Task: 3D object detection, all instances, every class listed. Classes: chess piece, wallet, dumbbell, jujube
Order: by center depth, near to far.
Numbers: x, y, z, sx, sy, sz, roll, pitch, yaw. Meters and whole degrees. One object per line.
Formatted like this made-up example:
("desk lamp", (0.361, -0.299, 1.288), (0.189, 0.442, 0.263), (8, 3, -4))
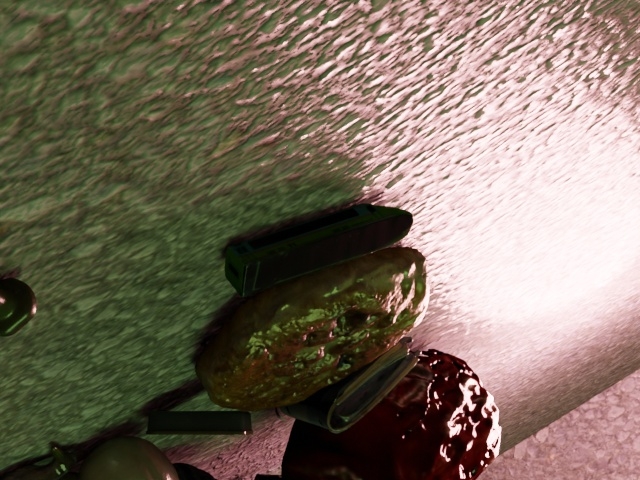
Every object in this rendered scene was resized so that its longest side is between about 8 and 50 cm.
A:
("dumbbell", (-0.275, 0.045, 1.039), (0.052, 0.046, 0.118), (-36, 160, 4))
("chess piece", (-0.325, 0.375, 1.634), (0.330, 0.182, 0.182), (-37, 160, 5))
("wallet", (0.033, 0.183, 1.711), (0.170, 0.069, 0.231), (-36, -172, -17))
("jujube", (0.116, 0.308, 1.939), (0.377, 0.258, 0.258), (-22, 160, -35))

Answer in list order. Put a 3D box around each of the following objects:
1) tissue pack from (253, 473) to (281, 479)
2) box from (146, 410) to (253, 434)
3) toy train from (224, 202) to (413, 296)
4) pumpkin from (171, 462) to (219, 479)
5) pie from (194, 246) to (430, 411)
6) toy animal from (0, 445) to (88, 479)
("tissue pack", (-0.066, 0.453, 2.087), (0.245, 0.123, 0.332), (9, 178, 18))
("box", (-0.150, 0.228, 1.607), (0.126, 0.031, 0.091), (-1, 172, 7))
("toy train", (0.000, 0.000, 1.314), (0.209, 0.042, 0.044), (-18, 137, -30))
("pumpkin", (-0.205, 0.447, 1.813), (0.248, 0.248, 0.248), (-26, 160, -10))
("pie", (-0.008, 0.107, 1.508), (0.315, 0.092, 0.315), (-24, 160, -9))
("toy animal", (-0.370, 0.299, 1.548), (0.202, 0.070, 0.105), (-28, 171, -25))
